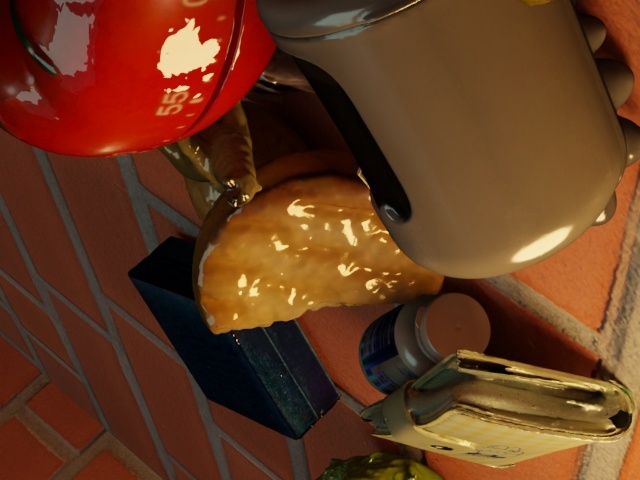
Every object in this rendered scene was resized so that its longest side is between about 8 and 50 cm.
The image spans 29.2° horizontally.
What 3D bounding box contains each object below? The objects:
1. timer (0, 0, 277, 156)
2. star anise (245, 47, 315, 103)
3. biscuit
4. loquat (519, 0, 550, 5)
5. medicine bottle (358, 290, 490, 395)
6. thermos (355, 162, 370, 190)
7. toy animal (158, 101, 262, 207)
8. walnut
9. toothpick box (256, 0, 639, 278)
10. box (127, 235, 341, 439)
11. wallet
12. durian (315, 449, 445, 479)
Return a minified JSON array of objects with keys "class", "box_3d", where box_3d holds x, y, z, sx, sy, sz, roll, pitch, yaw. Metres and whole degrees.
[{"class":"timer","box_3d":[-0.188,-0.261,1.050,0.378,0.279,0.378,22,120,44]},{"class":"star anise","box_3d":[-0.076,-0.227,1.243,0.229,0.093,0.236,48,154,11]},{"class":"biscuit","box_3d":[0.000,-0.001,1.303,0.091,0.274,0.213,-100,9,-56]},{"class":"loquat","box_3d":[0.122,-0.263,0.709,0.213,0.213,0.246,20,105,47]},{"class":"medicine bottle","box_3d":[0.122,0.119,1.426,0.107,0.107,0.191,47,157,-1]},{"class":"thermos","box_3d":[0.076,-0.101,1.175,0.124,0.099,0.232,-102,-14,-54]},{"class":"toy animal","box_3d":[-0.110,-0.092,1.238,0.219,0.103,0.101,16,128,69]},{"class":"walnut","box_3d":[-0.074,-0.065,1.403,0.206,0.159,0.159,58,155,-14]},{"class":"toothpick box","box_3d":[0.120,-0.114,0.952,0.229,0.229,0.316,14,142,52]},{"class":"box","box_3d":[-0.134,0.145,1.896,0.261,0.116,0.279,17,144,51]},{"class":"wallet","box_3d":[0.186,0.203,1.386,0.223,0.077,0.309,9,161,-13]},{"class":"durian","box_3d":[0.105,0.435,1.839,0.256,0.204,0.339,36,155,-4]}]
